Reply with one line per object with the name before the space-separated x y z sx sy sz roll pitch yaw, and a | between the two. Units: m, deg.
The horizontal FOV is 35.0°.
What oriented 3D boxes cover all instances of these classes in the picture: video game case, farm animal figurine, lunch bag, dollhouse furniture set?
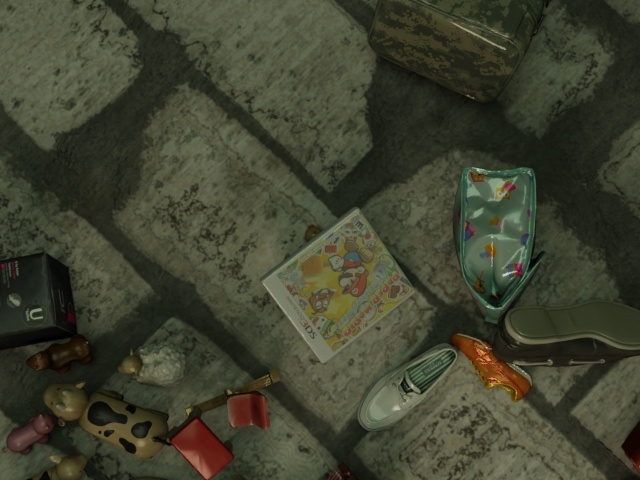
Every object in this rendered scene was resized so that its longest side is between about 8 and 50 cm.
video game case | 0.035 0.084 1.890 0.227 0.026 0.206 -38 108 -6
farm animal figurine | -0.418 0.331 1.820 0.326 0.172 0.330 6 79 2
lunch bag | 0.275 -0.447 1.940 0.305 0.212 0.256 24 64 2
dollhouse furniture set | -0.067 0.416 1.755 0.201 0.152 0.374 -42 101 -6
lunch bag | 0.321 0.014 1.843 0.160 0.223 0.262 -1 80 7

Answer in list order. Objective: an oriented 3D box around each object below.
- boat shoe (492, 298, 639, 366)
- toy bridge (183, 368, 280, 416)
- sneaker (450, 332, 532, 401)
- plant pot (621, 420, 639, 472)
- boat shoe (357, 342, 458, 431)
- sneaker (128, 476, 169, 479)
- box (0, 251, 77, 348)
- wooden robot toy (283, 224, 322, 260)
boat shoe | 0.470 0.178 1.872 0.335 0.095 0.112 3 49 -19
toy bridge | -0.166 0.286 1.879 0.188 0.063 0.026 -22 80 -12
sneaker | 0.311 0.233 1.883 0.175 0.064 0.067 37 78 7
plant pot | 0.680 0.377 1.764 0.236 0.267 0.267 -37 81 6
boat shoe | 0.159 0.264 1.873 0.226 0.076 0.083 -42 81 -7
sneaker | -0.201 0.524 1.740 0.410 0.182 0.158 33 63 25
box | -0.605 0.126 1.866 0.270 0.165 0.143 -11 79 -1
wooden robot toy | 0.000 0.000 1.932 0.173 0.076 0.079 -15 69 -2
